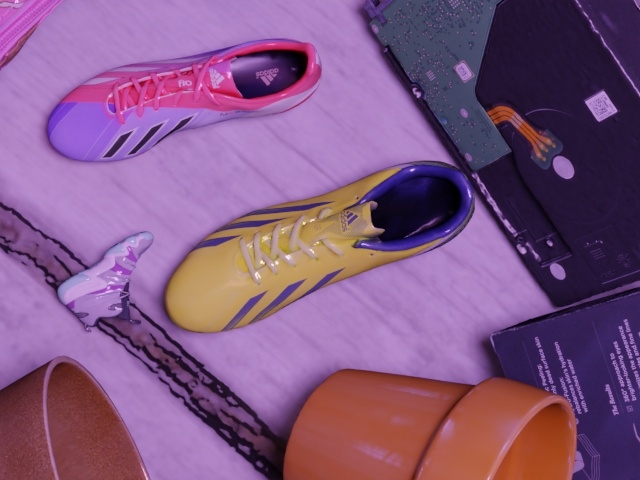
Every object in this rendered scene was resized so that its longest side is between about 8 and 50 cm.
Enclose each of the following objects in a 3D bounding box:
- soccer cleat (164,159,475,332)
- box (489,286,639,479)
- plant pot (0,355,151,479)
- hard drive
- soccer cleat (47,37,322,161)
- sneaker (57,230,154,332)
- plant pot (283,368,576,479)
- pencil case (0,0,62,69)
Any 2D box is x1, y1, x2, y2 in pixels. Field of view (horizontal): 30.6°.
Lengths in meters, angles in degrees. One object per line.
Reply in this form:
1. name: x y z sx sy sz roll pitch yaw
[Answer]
1. soccer cleat: 0.000 -0.001 1.015 0.289 0.121 0.093 -21 87 -11
2. box: 0.255 0.129 1.018 0.158 0.093 0.156 -20 86 29
3. plant pot: -0.273 0.244 0.905 0.254 0.237 0.237 -21 87 2
4. hard drive: 0.196 -0.118 0.998 0.064 0.237 0.339 -36 92 -30
5. soccer cleat: -0.118 -0.130 1.025 0.248 0.095 0.083 -14 86 -11
6. sneaker: -0.173 0.042 1.027 0.098 0.038 0.069 -37 92 -2
7. plant pot: 0.081 0.193 0.959 0.188 0.205 0.205 18 78 31
8. pencil case: -0.259 -0.257 0.986 0.386 0.167 0.160 -47 114 -11
